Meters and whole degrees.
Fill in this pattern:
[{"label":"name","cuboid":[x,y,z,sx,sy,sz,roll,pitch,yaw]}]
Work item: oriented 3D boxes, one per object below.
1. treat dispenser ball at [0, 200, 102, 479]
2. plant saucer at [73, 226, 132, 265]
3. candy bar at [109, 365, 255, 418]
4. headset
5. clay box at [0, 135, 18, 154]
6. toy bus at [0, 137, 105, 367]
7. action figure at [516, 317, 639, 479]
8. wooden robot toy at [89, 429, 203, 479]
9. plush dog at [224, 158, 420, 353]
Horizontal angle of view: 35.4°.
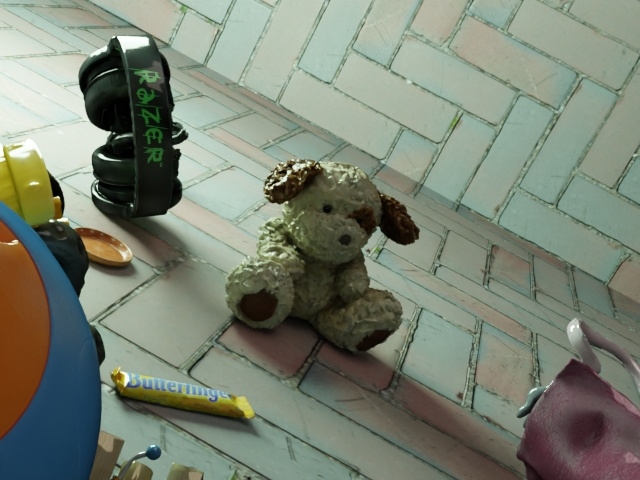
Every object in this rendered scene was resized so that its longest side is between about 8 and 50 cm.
[{"label":"treat dispenser ball","cuboid":[-0.264,0.092,0.538,0.288,0.288,0.288,26,16,-8]},{"label":"plant saucer","cuboid":[-0.278,0.010,1.263,0.083,0.013,0.083,25,16,-8]},{"label":"candy bar","cuboid":[-0.141,0.158,1.023,0.161,0.018,0.040,19,18,-32]},{"label":"headset","cuboid":[-0.243,-0.157,1.433,0.185,0.244,0.394,-6,3,-19]},{"label":"clay box","cuboid":[-0.390,-0.067,1.110,0.127,0.053,0.222,19,20,-29]},{"label":"toy bus","cuboid":[-0.305,0.048,0.858,0.211,0.220,0.149,-16,35,-19]},{"label":"action figure","cuboid":[0.387,0.287,1.075,0.248,0.276,0.370,25,1,-31]},{"label":"wooden robot toy","cuboid":[-0.184,0.195,0.796,0.173,0.076,0.079,25,51,-10]},{"label":"plush dog","cuboid":[0.000,0.000,1.360,0.262,0.225,0.211,19,18,-28]}]
